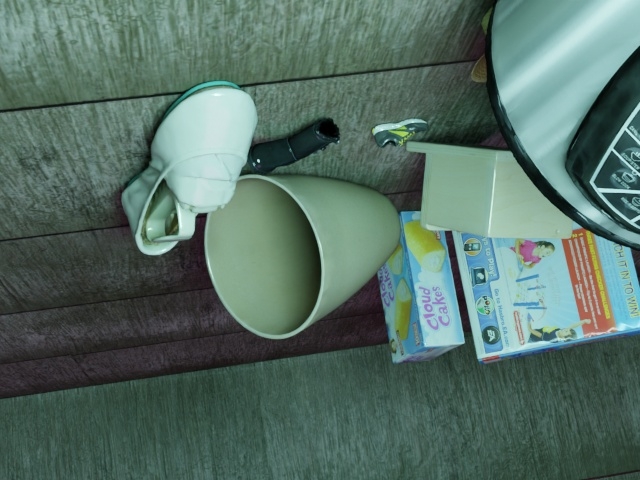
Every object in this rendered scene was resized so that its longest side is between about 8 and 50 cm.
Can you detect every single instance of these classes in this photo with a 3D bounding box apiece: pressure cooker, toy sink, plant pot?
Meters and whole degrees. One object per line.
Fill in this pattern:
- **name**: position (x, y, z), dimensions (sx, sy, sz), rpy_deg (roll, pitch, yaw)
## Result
- **pressure cooker**: position (0.383, -0.211, 0.868), dimensions (0.370, 0.375, 0.420), rpy_deg (-16, 169, -28)
- **toy sink**: position (0.242, -0.073, 1.487), dimensions (0.153, 0.131, 0.234), rpy_deg (1, -172, -29)
- **plant pot**: position (0.000, 0.000, 1.624), dimensions (0.274, 0.256, 0.257), rpy_deg (-16, 173, -46)

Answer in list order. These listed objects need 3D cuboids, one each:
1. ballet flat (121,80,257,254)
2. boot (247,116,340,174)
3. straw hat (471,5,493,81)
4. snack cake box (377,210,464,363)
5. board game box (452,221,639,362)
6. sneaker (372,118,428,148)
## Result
- **ballet flat**: position (-0.180, -0.079, 1.396), dimensions (0.139, 0.139, 0.400), rpy_deg (-1, 161, -27)
- **boot**: position (-0.034, -0.133, 1.404), dimensions (0.099, 0.045, 0.121), rpy_deg (-23, 177, 33)
- **straw hat**: position (0.225, -0.250, 1.169), dimensions (0.145, 0.061, 0.144), rpy_deg (-25, 167, -7)
- **snack cake box**: position (0.183, 0.091, 1.929), dimensions (0.089, 0.264, 0.152), rpy_deg (-2, 162, -23)
- **board game box**: position (0.409, 0.047, 1.835), dimensions (0.302, 0.308, 0.086), rpy_deg (-12, 165, 11)
- **sneaker**: position (0.119, -0.154, 1.473), dimensions (0.083, 0.035, 0.031), rpy_deg (-10, 164, 3)
